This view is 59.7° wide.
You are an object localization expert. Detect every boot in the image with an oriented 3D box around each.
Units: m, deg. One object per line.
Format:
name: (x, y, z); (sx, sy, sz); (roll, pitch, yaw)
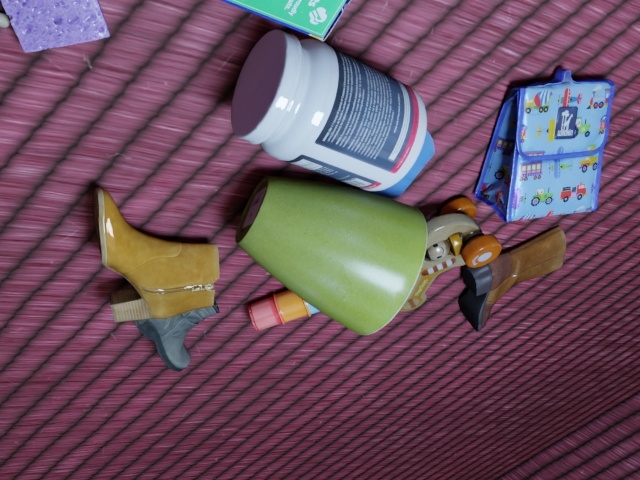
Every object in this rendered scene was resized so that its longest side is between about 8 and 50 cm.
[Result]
boot: (-0.298, 0.020, 1.043); (0.211, 0.104, 0.295); (-12, 125, -21)
boot: (-0.289, 0.185, 1.218); (0.161, 0.083, 0.246); (-25, 137, -6)
boot: (0.508, 0.105, 1.480); (0.281, 0.096, 0.264); (-23, 129, -11)

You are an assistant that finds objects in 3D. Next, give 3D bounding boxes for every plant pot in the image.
plant pot: (0.000, 0.000, 1.058); (0.294, 0.274, 0.274); (25, 120, -18)

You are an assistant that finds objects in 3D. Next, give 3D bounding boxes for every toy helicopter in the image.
toy helicopter: (0.232, 0.066, 1.282); (0.235, 0.140, 0.355); (-10, 145, -21)

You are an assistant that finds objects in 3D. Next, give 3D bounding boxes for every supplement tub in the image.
supplement tub: (0.016, -0.201, 0.894); (0.272, 0.191, 0.191); (16, 124, -33)

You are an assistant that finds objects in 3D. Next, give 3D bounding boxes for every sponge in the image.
sponge: (-0.363, -0.353, 0.712); (0.117, 0.031, 0.210); (-15, 134, -9)

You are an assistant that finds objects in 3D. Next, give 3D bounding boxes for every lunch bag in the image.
lunch bag: (0.466, -0.204, 1.142); (0.221, 0.138, 0.293); (-8, 121, -14)

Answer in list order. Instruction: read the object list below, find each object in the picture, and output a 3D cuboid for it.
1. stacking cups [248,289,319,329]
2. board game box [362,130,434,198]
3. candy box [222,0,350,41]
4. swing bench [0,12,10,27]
stacking cups: (-0.003, 0.131, 1.266); (0.316, 0.096, 0.096); (-22, 136, -1)
board game box: (0.138, -0.163, 1.095); (0.133, 0.033, 0.168); (24, 114, -31)
candy box: (-0.119, -0.393, 0.598); (0.317, 0.268, 0.122); (9, 145, -28)
swing bench: (-0.562, -0.192, 0.689); (0.255, 0.165, 0.253); (16, 124, -32)
